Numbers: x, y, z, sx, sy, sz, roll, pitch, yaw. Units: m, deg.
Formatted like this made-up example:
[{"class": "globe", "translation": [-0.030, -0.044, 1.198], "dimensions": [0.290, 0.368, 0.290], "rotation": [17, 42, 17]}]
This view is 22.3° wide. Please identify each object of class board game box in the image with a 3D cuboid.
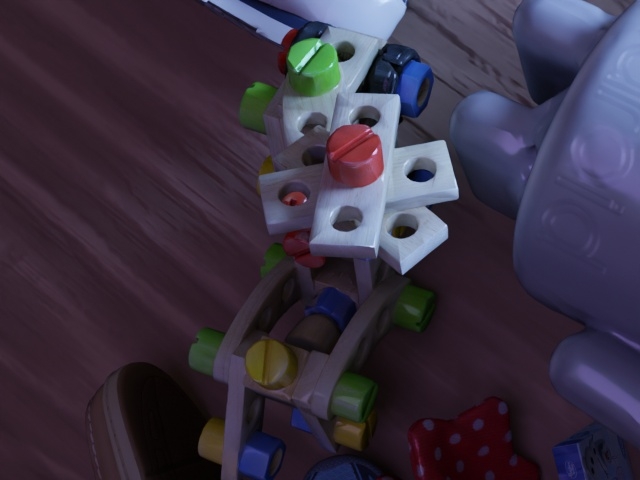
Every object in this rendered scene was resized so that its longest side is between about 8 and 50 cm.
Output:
[{"class": "board game box", "translation": [0.174, 0.161, 1.003], "dimensions": [0.020, 0.090, 0.090], "rotation": [-14, 88, 27]}]

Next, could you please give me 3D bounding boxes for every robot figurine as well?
[{"class": "robot figurine", "translation": [0.246, -0.010, 0.892], "dimensions": [0.353, 0.200, 0.300], "rotation": [28, 83, 21]}]

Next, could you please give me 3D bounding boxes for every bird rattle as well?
[{"class": "bird rattle", "translation": [0.111, 0.227, 0.981], "dimensions": [0.143, 0.207, 0.253], "rotation": [-23, 88, 24]}]

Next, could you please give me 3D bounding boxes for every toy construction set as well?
[{"class": "toy construction set", "translation": [0.000, 0.000, 0.979], "dimensions": [0.151, 0.215, 0.327], "rotation": [26, 150, 7]}]

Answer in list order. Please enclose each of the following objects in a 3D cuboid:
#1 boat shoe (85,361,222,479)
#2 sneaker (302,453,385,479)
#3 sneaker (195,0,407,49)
[{"class": "boat shoe", "translation": [-0.106, 0.256, 1.128], "dimensions": [0.110, 0.122, 0.341], "rotation": [-19, 87, 25]}, {"class": "sneaker", "translation": [0.016, 0.243, 1.018], "dimensions": [0.104, 0.125, 0.261], "rotation": [1, 56, 4]}, {"class": "sneaker", "translation": [-0.047, -0.193, 1.092], "dimensions": [0.235, 0.090, 0.094], "rotation": [31, 94, 16]}]
